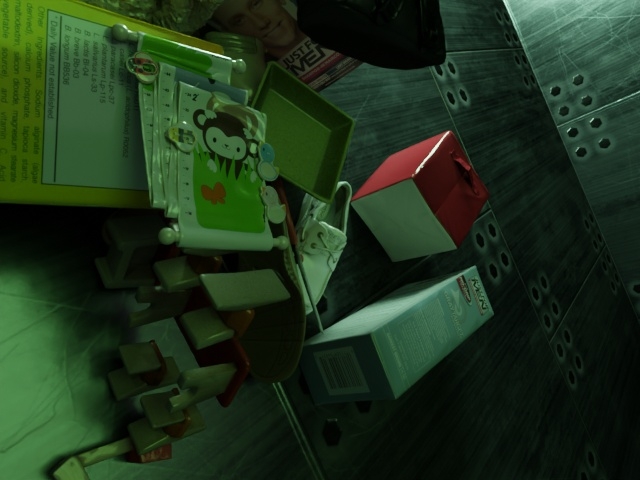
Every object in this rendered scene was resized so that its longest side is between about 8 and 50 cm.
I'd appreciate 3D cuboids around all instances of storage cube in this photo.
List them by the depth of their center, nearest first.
[{"bbox_3d":[0.217,-0.089,1.045,0.183,0.215,0.193,53,52,-16],"label":"storage cube"}]

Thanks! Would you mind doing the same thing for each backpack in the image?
[{"bbox_3d":[0.077,-0.495,0.805,0.290,0.273,0.355,2,97,-41],"label":"backpack"}]

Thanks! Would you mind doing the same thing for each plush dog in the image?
[{"bbox_3d":[-0.279,-0.363,0.717,0.225,0.210,0.262,-35,70,-32],"label":"plush dog"}]

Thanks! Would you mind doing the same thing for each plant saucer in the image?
[{"bbox_3d":[-0.044,-0.174,0.804,0.188,0.045,0.188,29,62,-26],"label":"plant saucer"}]

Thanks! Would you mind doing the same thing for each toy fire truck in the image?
[{"bbox_3d":[-0.269,0.292,0.533,0.192,0.047,0.135,14,64,-39],"label":"toy fire truck"}]

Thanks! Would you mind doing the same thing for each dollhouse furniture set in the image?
[{"bbox_3d":[-0.163,0.078,0.589,0.135,0.262,0.259,-4,45,-46],"label":"dollhouse furniture set"}]

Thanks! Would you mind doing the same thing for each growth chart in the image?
[{"bbox_3d":[-0.113,-0.098,0.502,0.172,0.021,0.237,-8,83,-43],"label":"growth chart"}]

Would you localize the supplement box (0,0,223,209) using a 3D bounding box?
[{"bbox_3d":[-0.311,-0.143,0.507,0.357,0.195,0.194,0,100,-42],"label":"supplement box"}]

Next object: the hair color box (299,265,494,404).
[{"bbox_3d":[0.153,0.167,0.893,0.374,0.185,0.113,-20,88,-46],"label":"hair color box"}]

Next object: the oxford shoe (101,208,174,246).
[{"bbox_3d":[-0.213,-0.043,0.700,0.212,0.076,0.076,-27,95,-45],"label":"oxford shoe"}]

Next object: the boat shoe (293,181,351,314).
[{"bbox_3d":[0.000,0.000,0.874,0.098,0.096,0.277,33,54,-32],"label":"boat shoe"}]

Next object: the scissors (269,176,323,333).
[{"bbox_3d":[-0.040,0.018,0.811,0.021,0.109,0.297,-16,75,-10],"label":"scissors"}]

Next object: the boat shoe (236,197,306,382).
[{"bbox_3d":[-0.082,0.067,0.755,0.098,0.109,0.302,86,-4,-88],"label":"boat shoe"}]

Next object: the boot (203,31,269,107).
[{"bbox_3d":[-0.097,-0.260,0.888,0.262,0.095,0.203,7,68,-38],"label":"boot"}]

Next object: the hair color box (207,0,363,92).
[{"bbox_3d":[-0.077,-0.438,0.915,0.347,0.174,0.105,22,62,-37],"label":"hair color box"}]
